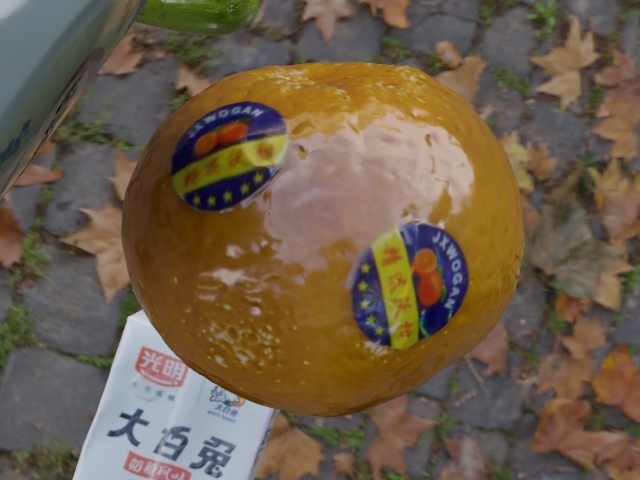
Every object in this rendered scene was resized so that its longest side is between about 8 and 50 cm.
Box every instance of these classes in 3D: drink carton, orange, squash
[{"bbox_3d":[-0.129,0.216,0.924,0.131,0.106,0.315,21,94,1],"label":"drink carton"},{"bbox_3d":[0.002,-0.003,0.536,0.178,0.177,0.155,-22,114,-20],"label":"orange"},{"bbox_3d":[-0.150,-0.216,1.047,0.201,0.066,0.066,7,91,2],"label":"squash"}]

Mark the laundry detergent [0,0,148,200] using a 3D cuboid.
[{"bbox_3d":[-0.145,-0.059,0.422,0.105,0.215,0.280,38,40,-15],"label":"laundry detergent"}]
